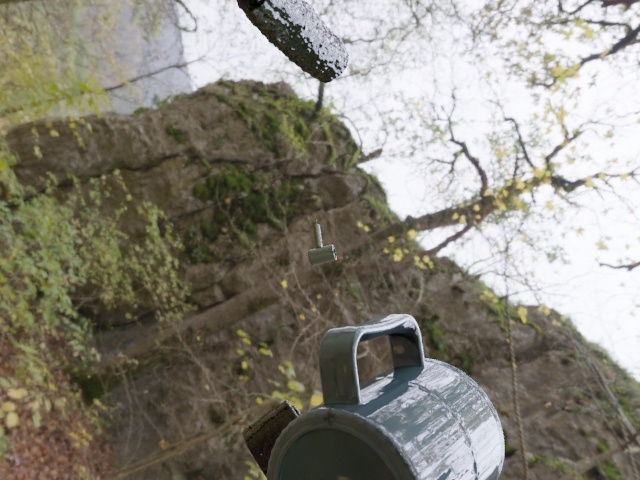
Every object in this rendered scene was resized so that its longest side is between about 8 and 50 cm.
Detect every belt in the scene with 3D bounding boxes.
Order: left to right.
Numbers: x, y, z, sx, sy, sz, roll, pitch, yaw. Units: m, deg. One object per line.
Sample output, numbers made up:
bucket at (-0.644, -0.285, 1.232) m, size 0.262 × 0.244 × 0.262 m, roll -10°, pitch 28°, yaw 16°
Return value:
belt at (-0.027, 0.468, 1.176) m, size 0.289 × 0.164 × 0.184 m, roll 60°, pitch -15°, yaw -11°

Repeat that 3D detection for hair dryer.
hair dryer at (0.000, 0.000, 1.378) m, size 0.038 × 0.063 × 0.124 m, roll 65°, pitch 15°, yaw -54°

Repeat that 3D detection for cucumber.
cucumber at (-0.034, -0.255, 0.680) m, size 0.068 × 0.067 × 0.293 m, roll 69°, pitch 17°, yaw 7°

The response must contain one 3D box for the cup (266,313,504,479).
cup at (0.113, 0.301, 0.845) m, size 0.256 × 0.311 × 0.331 m, roll 25°, pitch -76°, yaw 30°
